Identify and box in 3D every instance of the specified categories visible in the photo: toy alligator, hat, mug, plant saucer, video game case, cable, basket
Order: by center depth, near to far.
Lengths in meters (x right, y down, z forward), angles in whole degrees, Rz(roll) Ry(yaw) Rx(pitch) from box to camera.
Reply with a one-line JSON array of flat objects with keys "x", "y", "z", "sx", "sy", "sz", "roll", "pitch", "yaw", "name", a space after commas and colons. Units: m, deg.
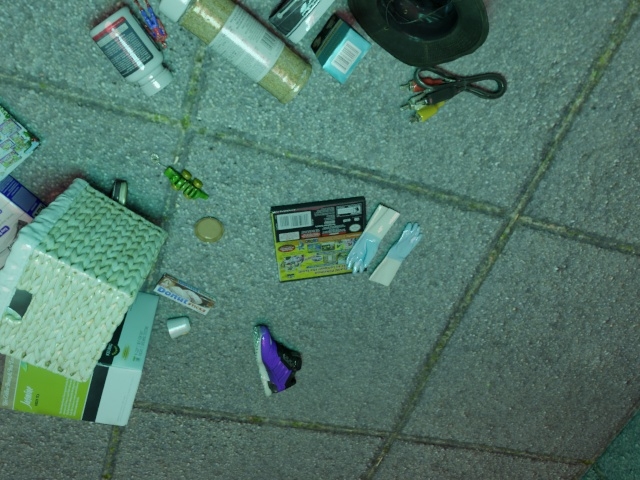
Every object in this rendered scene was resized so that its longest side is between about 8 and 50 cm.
[{"x": 0.232, "y": -0.555, "z": 1.210, "sx": 0.331, "sy": 0.331, "sz": 0.134, "roll": 25, "pitch": 69, "yaw": -21, "name": "hat"}, {"x": -0.574, "y": 0.094, "z": 1.252, "sx": 0.266, "sy": 0.331, "sz": 0.328, "roll": 30, "pitch": 114, "yaw": -15, "name": "basket"}, {"x": 0.344, "y": -0.406, "z": 1.390, "sx": 0.287, "sy": 0.072, "sz": 0.139, "roll": -19, "pitch": 105, "yaw": -12, "name": "cable"}, {"x": -0.377, "y": -0.160, "z": 1.406, "sx": 0.056, "sy": 0.051, "sz": 0.190, "roll": -43, "pitch": 117, "yaw": 16, "name": "toy alligator"}, {"x": -0.318, "y": -0.031, "z": 1.511, "sx": 0.083, "sy": 0.015, "sz": 0.083, "roll": -4, "pitch": 121, "yaw": -6, "name": "plant saucer"}, {"x": 0.000, "y": 0.000, "z": 1.569, "sx": 0.275, "sy": 0.035, "sz": 0.248, "roll": -7, "pitch": 121, "yaw": -6, "name": "video game case"}, {"x": -0.438, "y": 0.267, "z": 1.652, "sx": 0.064, "sy": 0.078, "sz": 0.062, "roll": -17, "pitch": 89, "yaw": -9, "name": "mug"}]

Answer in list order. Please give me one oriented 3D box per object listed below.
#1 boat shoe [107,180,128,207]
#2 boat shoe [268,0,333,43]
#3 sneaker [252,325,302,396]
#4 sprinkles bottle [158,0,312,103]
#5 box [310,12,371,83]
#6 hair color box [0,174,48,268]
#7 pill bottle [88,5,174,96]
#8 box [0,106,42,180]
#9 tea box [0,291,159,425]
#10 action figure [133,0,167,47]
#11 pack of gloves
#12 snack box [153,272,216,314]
[{"x": -0.591, "y": -0.040, "z": 1.416, "sx": 0.092, "sy": 0.103, "sz": 0.285, "roll": 18, "pitch": 122, "yaw": -24, "name": "boat shoe"}, {"x": -0.002, "y": -0.594, "z": 1.186, "sx": 0.102, "sy": 0.108, "sz": 0.301, "roll": 33, "pitch": 117, "yaw": -26, "name": "boat shoe"}, {"x": -0.137, "y": 0.384, "z": 1.742, "sx": 0.146, "sy": 0.102, "sz": 0.293, "roll": -11, "pitch": 126, "yaw": -7, "name": "sneaker"}, {"x": -0.188, "y": -0.465, "z": 1.216, "sx": 0.355, "sy": 0.121, "sz": 0.121, "roll": 33, "pitch": 110, "yaw": -24, "name": "sprinkles bottle"}, {"x": 0.040, "y": -0.440, "z": 1.194, "sx": 0.060, "sy": 0.244, "sz": 0.100, "roll": 31, "pitch": 111, "yaw": -23, "name": "box"}, {"x": -0.874, "y": -0.106, "z": 1.328, "sx": 0.185, "sy": 0.110, "sz": 0.339, "roll": -36, "pitch": 117, "yaw": 10, "name": "hair color box"}, {"x": -0.425, "y": -0.426, "z": 1.210, "sx": 0.108, "sy": 0.108, "sz": 0.180, "roll": -31, "pitch": 120, "yaw": 9, "name": "pill bottle"}, {"x": -0.828, "y": -0.196, "z": 1.206, "sx": 0.201, "sy": 0.057, "sz": 0.293, "roll": 51, "pitch": 59, "yaw": -29, "name": "box"}, {"x": -0.652, "y": 0.294, "z": 1.468, "sx": 0.324, "sy": 0.329, "sz": 0.220, "roll": 16, "pitch": 117, "yaw": -16, "name": "tea box"}, {"x": -0.387, "y": -0.500, "z": 1.221, "sx": 0.038, "sy": 0.030, "sz": 0.115, "roll": -26, "pitch": 123, "yaw": 1, "name": "action figure"}, {"x": 0.198, "y": 0.030, "z": 1.587, "sx": 0.195, "sy": 0.046, "sz": 0.232, "roll": 22, "pitch": 109, "yaw": -28, "name": "pack of gloves"}, {"x": -0.410, "y": 0.164, "z": 1.607, "sx": 0.178, "sy": 0.022, "sz": 0.064, "roll": 31, "pitch": 113, "yaw": -24, "name": "snack box"}]
